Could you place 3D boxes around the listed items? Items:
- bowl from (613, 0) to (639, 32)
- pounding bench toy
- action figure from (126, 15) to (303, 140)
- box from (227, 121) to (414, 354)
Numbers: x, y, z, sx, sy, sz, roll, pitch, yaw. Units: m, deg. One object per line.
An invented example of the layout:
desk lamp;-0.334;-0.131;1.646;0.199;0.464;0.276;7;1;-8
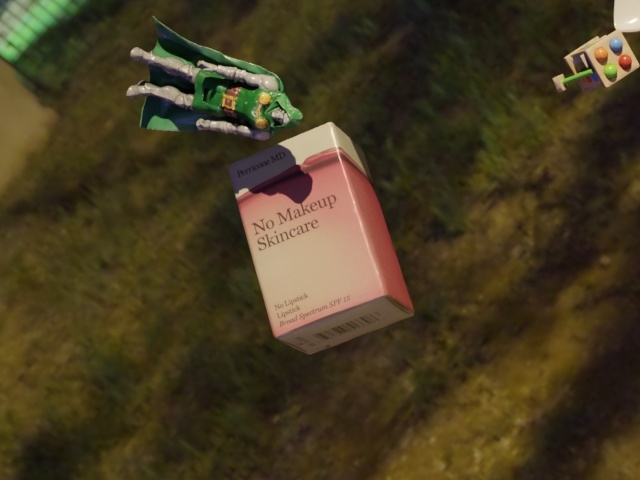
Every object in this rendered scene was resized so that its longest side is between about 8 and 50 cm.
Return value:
bowl;0.419;-0.327;1.561;0.142;0.053;0.142;-152;65;-78
pounding bench toy;0.324;-0.205;1.499;0.083;0.052;0.065;-33;8;-13
action figure;-0.120;-0.170;1.470;0.063;0.232;0.137;-27;-51;-55
box;0.000;0.000;1.527;0.148;0.232;0.127;-22;-20;14
